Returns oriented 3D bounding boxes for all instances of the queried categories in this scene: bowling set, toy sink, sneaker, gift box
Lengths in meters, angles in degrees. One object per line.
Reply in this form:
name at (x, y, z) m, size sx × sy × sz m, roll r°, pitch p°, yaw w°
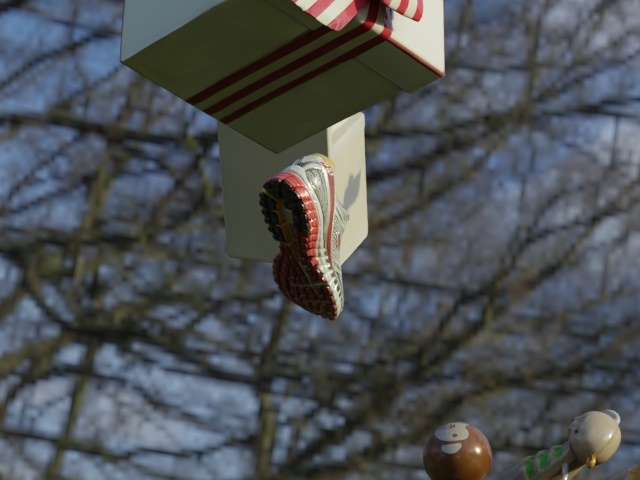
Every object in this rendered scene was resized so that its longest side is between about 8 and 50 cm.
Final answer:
bowling set at (0.184, 0.203, 1.432) m, size 0.200 × 0.287 × 0.154 m, roll 43°, pitch -56°, yaw -12°
toy sink at (-0.032, -0.099, 2.394) m, size 0.153 × 0.234 × 0.131 m, roll 7°, pitch 27°, yaw 22°
sneaker at (0.000, 0.000, 2.153) m, size 0.088 × 0.093 × 0.225 m, roll 23°, pitch -40°, yaw 30°
gift box at (-0.036, -0.258, 1.804) m, size 0.258 × 0.255 × 0.276 m, roll -24°, pitch -34°, yaw 35°
